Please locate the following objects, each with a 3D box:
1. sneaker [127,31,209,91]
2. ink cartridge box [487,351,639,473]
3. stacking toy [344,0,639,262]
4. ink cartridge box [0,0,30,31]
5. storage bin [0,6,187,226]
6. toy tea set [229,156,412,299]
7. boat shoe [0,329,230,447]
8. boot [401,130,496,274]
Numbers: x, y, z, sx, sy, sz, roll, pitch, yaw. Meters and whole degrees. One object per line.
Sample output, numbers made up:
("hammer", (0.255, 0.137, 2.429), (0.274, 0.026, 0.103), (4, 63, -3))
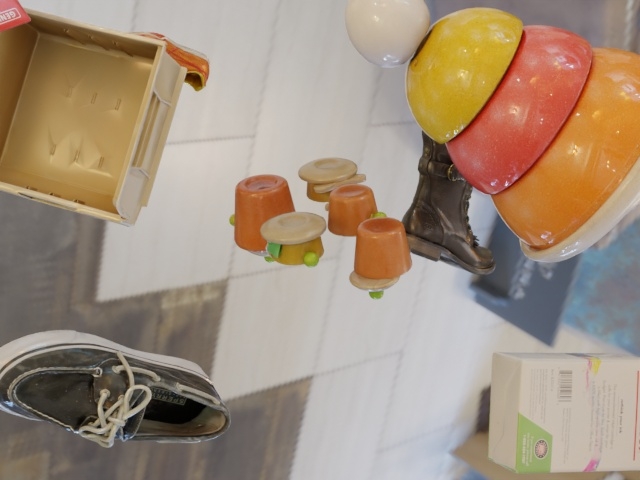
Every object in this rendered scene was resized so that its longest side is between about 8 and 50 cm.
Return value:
("sneaker", (-0.257, -0.293, 1.801), (0.175, 0.064, 0.067), (15, 67, -29))
("ink cartridge box", (0.495, 0.314, 2.033), (0.354, 0.119, 0.207), (3, 90, -18))
("stacking toy", (0.246, -0.224, 1.596), (0.480, 0.350, 0.350), (33, 89, -9))
("ink cartridge box", (-0.536, -0.350, 1.362), (0.296, 0.261, 0.066), (-34, 178, -40))
("storage bin", (-0.364, -0.179, 1.607), (0.123, 0.262, 0.260), (33, 73, -78))
("toy tea set", (0.000, 0.000, 1.494), (0.200, 0.336, 0.124), (-12, 116, -13))
("boat shoe", (-0.241, 0.188, 1.283), (0.306, 0.105, 0.113), (21, 103, -41))
("boot", (0.236, -0.071, 1.837), (0.263, 0.091, 0.228), (16, 93, -45))
